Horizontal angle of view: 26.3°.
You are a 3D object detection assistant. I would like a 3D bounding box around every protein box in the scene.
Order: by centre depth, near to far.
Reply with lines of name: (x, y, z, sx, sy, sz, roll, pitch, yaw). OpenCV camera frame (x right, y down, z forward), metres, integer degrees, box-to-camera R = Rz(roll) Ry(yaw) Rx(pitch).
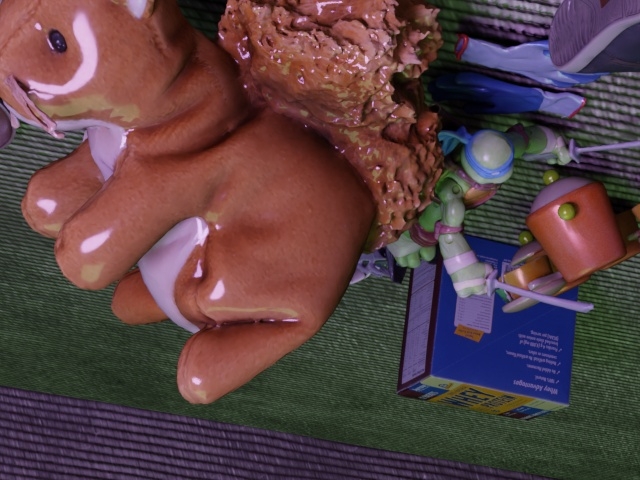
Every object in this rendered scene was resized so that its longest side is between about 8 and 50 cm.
protein box: (0.226, 0.119, 1.849, 0.200, 0.201, 0.136, 13, 161, -13)

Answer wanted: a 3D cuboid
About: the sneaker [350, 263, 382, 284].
sneaker: (0.033, 0.017, 1.811, 0.064, 0.086, 0.192, 18, 159, -28)

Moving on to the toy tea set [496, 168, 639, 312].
toy tea set: (0.292, -0.013, 1.623, 0.200, 0.124, 0.336, -22, 172, -25)

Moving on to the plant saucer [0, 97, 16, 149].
plant saucer: (-0.492, -0.173, 1.534, 0.311, 0.050, 0.310, 8, 162, 2)

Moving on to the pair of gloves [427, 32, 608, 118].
pair of gloves: (0.192, -0.158, 1.329, 0.159, 0.023, 0.198, 8, 166, -5)

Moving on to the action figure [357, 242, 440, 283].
action figure: (0.000, 0.000, 1.672, 0.285, 0.099, 0.185, 1, -179, 38)

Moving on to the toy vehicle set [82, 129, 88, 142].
toy vehicle set: (-0.132, -0.091, 1.644, 0.267, 0.035, 0.166, -2, 159, 27)

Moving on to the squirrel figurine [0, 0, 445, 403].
squirrel figurine: (-0.088, -0.119, 1.200, 0.370, 0.397, 0.281, 62, 175, -22)

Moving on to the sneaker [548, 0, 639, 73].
sneaker: (0.286, -0.199, 1.112, 0.118, 0.083, 0.222, 2, 165, -19)

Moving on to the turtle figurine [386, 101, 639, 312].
turtle figurine: (0.188, -0.024, 1.436, 0.275, 0.197, 0.266, 10, 171, -14)
